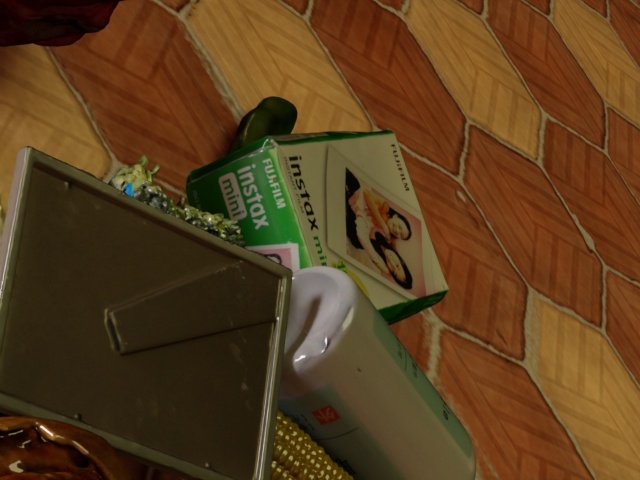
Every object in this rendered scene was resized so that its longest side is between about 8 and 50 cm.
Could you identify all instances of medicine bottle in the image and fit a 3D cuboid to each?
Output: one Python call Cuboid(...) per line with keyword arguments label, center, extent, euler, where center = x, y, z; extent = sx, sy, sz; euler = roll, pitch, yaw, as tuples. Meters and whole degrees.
Cuboid(label="medicine bottle", center=(0.063, 0.170, 1.505), extent=(0.352, 0.110, 0.110), euler=(53, 22, -36))

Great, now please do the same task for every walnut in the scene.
Cuboid(label="walnut", center=(-0.190, 0.160, 1.132), extent=(0.207, 0.116, 0.116), euler=(9, 50, -58))

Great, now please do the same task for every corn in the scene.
Cuboid(label="corn", center=(-0.004, 0.204, 1.423), extent=(0.231, 0.080, 0.080), euler=(44, 28, -23))

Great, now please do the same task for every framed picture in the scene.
Cuboid(label="framed picture", center=(-0.120, 0.062, 1.281), extent=(0.250, 0.016, 0.184), euler=(25, 60, -39))

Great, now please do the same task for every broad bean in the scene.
Cuboid(label="broad bean", center=(-0.056, -0.082, 1.728), extent=(0.069, 0.039, 0.227), euler=(59, 24, -26))

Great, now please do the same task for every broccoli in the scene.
Cuboid(label="broccoli", center=(-0.146, 0.007, 1.396), extent=(0.160, 0.167, 0.154), euler=(39, -21, 38))

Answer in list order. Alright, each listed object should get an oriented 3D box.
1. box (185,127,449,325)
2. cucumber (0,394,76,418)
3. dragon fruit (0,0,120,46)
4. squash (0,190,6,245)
Cuboid(label="box", center=(0.000, 0.000, 1.612), extent=(0.250, 0.103, 0.180), euler=(-13, 82, -62))
Cuboid(label="cucumber", center=(-0.235, 0.066, 1.228), extent=(0.245, 0.067, 0.067), euler=(53, 26, -5))
Cuboid(label="dragon fruit", center=(-0.226, -0.303, 1.414), extent=(0.329, 0.329, 0.329), euler=(39, 30, -27))
Cuboid(label="squash", center=(-0.252, -0.074, 1.319), extent=(0.252, 0.093, 0.169), euler=(43, 73, -19))
